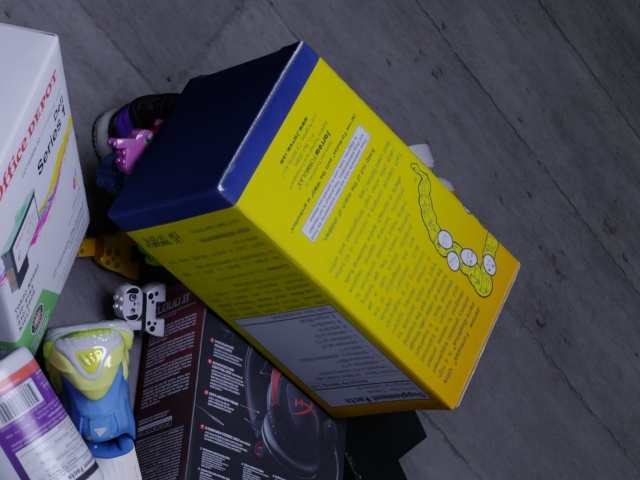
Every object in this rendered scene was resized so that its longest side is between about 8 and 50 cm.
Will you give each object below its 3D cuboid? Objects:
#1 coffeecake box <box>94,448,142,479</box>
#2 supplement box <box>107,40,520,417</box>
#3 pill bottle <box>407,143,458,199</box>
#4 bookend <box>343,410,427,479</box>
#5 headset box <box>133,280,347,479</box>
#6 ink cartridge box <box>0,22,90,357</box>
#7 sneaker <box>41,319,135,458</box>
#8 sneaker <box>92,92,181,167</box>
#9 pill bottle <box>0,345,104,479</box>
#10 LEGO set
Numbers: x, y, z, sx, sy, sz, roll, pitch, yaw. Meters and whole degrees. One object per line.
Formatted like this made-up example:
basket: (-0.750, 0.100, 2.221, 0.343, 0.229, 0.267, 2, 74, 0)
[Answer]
coffeecake box: (-0.258, 0.258, 1.590, 0.185, 0.068, 0.142, -3, 74, -46)
supplement box: (0.000, 0.000, 1.683, 0.356, 0.194, 0.195, 44, 58, -27)
pill bottle: (0.124, -0.009, 2.066, 0.117, 0.117, 0.208, -10, 81, -48)
bookend: (0.065, 0.260, 1.921, 0.157, 0.072, 0.156, -30, 96, -49)
headset box: (-0.082, 0.182, 1.774, 0.218, 0.110, 0.293, 26, 56, -37)
ink cartridge box: (-0.307, -0.038, 1.517, 0.117, 0.278, 0.201, 11, 54, 8)
sneaker: (-0.223, 0.144, 1.602, 0.091, 0.240, 0.126, -6, 91, -3)
sneaker: (-0.109, -0.047, 1.819, 0.293, 0.146, 0.102, 47, 45, -20)
pill bottle: (-0.261, 0.202, 1.482, 0.108, 0.108, 0.194, -35, 98, -48)
LEGO set: (-0.219, -0.015, 1.727, 0.093, 0.087, 0.227, -3, 100, -37)
